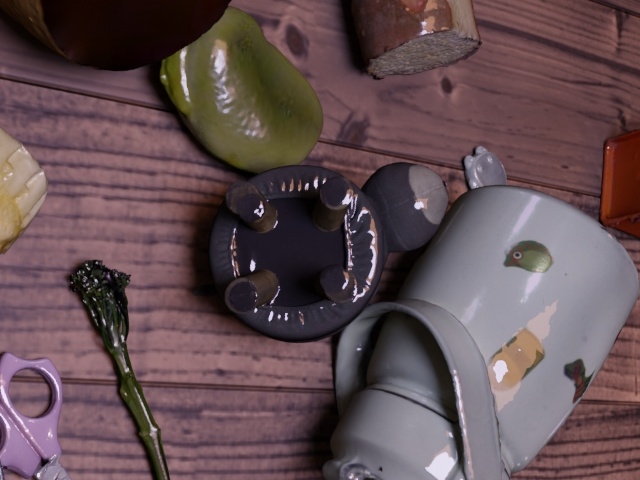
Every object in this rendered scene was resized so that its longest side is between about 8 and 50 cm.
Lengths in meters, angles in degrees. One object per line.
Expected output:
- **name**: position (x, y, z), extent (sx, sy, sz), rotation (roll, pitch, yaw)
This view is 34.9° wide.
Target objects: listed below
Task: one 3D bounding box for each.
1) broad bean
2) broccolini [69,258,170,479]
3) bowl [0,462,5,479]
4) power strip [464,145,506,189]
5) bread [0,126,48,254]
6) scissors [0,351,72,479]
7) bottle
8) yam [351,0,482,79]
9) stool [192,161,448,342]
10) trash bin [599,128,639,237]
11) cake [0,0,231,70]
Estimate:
- **broad bean**: position (-0.072, -0.136, 0.931), extent (0.174, 0.082, 0.124), rotation (48, 64, -19)
- **broccolini**: position (-0.166, 0.121, 0.867), extent (0.042, 0.044, 0.218), rotation (-20, 101, -49)
- **bowl**: position (-0.346, 0.181, 0.679), extent (0.237, 0.126, 0.238), rotation (5, 81, -34)
- **power strip**: position (0.193, -0.065, 1.127), extent (0.055, 0.035, 0.083), rotation (-38, 102, -31)
- **bread**: position (-0.313, -0.067, 0.727), extent (0.236, 0.140, 0.106), rotation (41, 60, -22)
- **scissors**: position (-0.217, 0.192, 0.826), extent (0.110, 0.021, 0.212), rotation (-41, 106, -34)
- **bottle**: position (0.128, 0.130, 0.961), extent (0.229, 0.229, 0.352), rotation (46, 65, -20)
- **yam**: position (0.085, -0.294, 1.036), extent (0.128, 0.129, 0.238), rotation (-10, 88, 1)
- **stool**: position (-0.005, -0.008, 0.887), extent (0.153, 0.139, 0.228), rotation (44, 86, 7)
- **trash bin**: position (0.467, -0.043, 1.243), extent (0.238, 0.161, 0.184), rotation (11, 77, -24)
- **cake**: position (-0.182, -0.257, 0.830), extent (0.207, 0.185, 0.178), rotation (-31, 58, -13)
